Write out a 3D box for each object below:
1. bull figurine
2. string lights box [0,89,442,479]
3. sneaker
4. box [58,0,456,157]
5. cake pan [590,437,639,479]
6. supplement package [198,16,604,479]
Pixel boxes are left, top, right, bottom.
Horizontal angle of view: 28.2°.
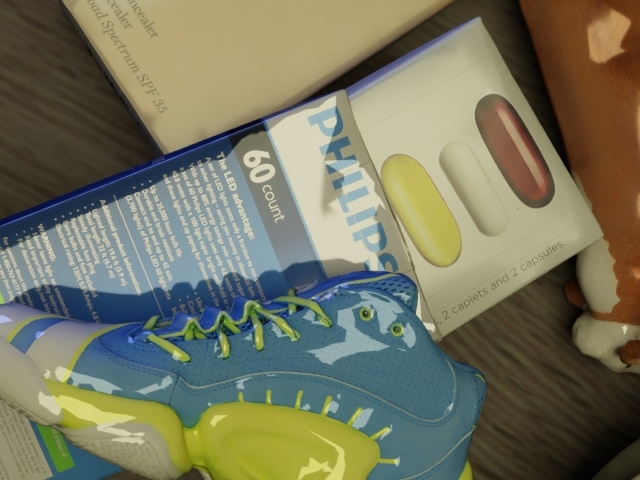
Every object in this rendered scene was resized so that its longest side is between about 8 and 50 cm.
[{"bbox_3d":[0.235,-0.060,0.869,0.188,0.101,0.311,-17,97,-11],"label":"bull figurine"},{"bbox_3d":[-0.087,0.033,0.630,0.259,0.077,0.133,-22,96,-4],"label":"string lights box"},{"bbox_3d":[-0.030,0.054,0.564,0.240,0.091,0.126,27,82,-18],"label":"sneaker"},{"bbox_3d":[-0.001,-0.179,0.817,0.311,0.121,0.148,-35,96,-5],"label":"box"},{"bbox_3d":[0.285,0.223,0.855,0.293,0.054,0.293,-3,119,-5],"label":"cake pan"},{"bbox_3d":[0.000,0.000,0.782,0.261,0.204,0.145,-32,96,-6],"label":"supplement package"}]
